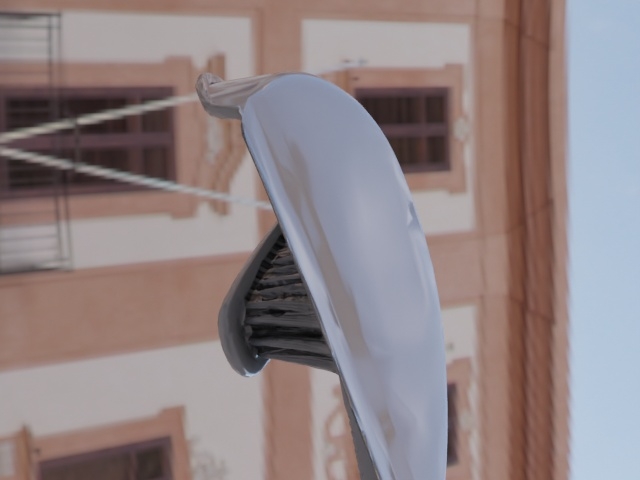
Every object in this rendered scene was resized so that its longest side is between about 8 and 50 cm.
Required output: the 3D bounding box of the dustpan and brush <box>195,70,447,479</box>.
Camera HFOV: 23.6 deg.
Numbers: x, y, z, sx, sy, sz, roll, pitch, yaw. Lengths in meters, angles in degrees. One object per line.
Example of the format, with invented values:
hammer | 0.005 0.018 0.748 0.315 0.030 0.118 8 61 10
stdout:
dustpan and brush | 0.000 0.000 0.481 0.060 0.211 0.147 -14 -71 18
